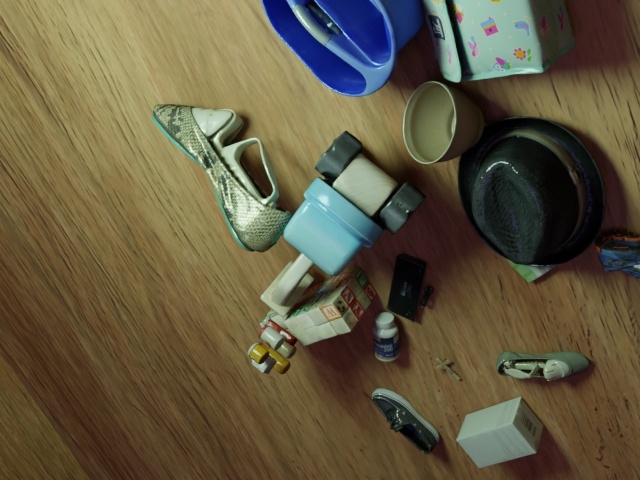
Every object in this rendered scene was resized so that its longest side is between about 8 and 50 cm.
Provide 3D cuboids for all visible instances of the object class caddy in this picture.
[{"bbox_3d":[0.030,-0.442,1.341,0.341,0.179,0.241,48,144,2],"label":"caddy"}]

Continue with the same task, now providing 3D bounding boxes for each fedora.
[{"bbox_3d":[0.400,-0.074,1.397,0.334,0.152,0.334,16,122,27],"label":"fedora"}]

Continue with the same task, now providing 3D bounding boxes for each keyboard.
[{"bbox_3d":[0.228,0.123,1.727,0.108,0.023,0.180,24,129,23],"label":"keyboard"}]

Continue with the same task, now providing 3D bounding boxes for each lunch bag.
[{"bbox_3d":[0.294,-0.413,1.261,0.262,0.160,0.223,6,127,46],"label":"lunch bag"}]

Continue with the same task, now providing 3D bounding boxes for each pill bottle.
[{"bbox_3d":[0.170,0.250,1.810,0.067,0.067,0.120,8,123,26],"label":"pill bottle"}]

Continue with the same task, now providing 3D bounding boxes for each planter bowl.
[{"bbox_3d":[0.258,-0.234,1.402,0.162,0.109,0.162,4,94,59],"label":"planter bowl"}]

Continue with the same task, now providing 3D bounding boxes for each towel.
[{"bbox_3d":[0.475,0.016,1.519,0.113,0.023,0.152,46,133,-1],"label":"towel"}]

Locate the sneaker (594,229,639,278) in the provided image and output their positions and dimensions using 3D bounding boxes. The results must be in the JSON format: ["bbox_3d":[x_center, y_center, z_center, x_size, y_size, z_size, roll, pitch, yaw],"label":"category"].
[{"bbox_3d":[0.667,0.035,1.391,0.221,0.083,0.087,11,137,30],"label":"sneaker"}]

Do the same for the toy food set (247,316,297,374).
[{"bbox_3d":[-0.135,0.259,1.741,0.104,0.232,0.111,35,87,21],"label":"toy food set"}]

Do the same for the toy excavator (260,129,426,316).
[{"bbox_3d":[0.000,0.000,1.594,0.222,0.433,0.445,41,94,1],"label":"toy excavator"}]

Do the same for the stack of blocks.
[{"bbox_3d":[-0.018,0.190,1.812,0.297,0.171,0.087,-24,105,39],"label":"stack of blocks"}]

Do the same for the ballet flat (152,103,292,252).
[{"bbox_3d":[-0.217,-0.196,1.665,0.182,0.164,0.483,-43,70,18],"label":"ballet flat"}]

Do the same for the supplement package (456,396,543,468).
[{"bbox_3d":[0.458,0.492,1.774,0.179,0.105,0.105,-32,101,39],"label":"supplement package"}]

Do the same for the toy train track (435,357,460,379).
[{"bbox_3d":[0.332,0.331,1.805,0.083,0.014,0.048,44,124,-9],"label":"toy train track"}]

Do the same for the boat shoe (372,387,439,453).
[{"bbox_3d":[0.229,0.508,1.935,0.228,0.076,0.080,43,131,-1],"label":"boat shoe"}]

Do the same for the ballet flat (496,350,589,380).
[{"bbox_3d":[0.521,0.304,1.642,0.213,0.068,0.072,-2,118,31],"label":"ballet flat"}]
